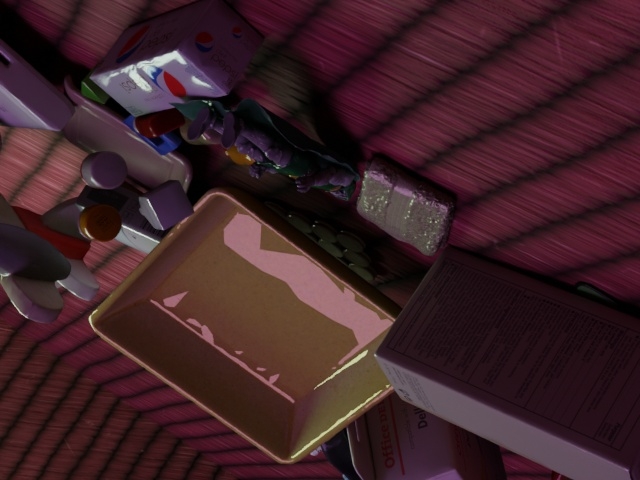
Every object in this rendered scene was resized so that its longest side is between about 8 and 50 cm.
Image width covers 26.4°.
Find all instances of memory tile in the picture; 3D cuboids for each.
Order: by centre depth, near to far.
[{"bbox_3d":[0.000,0.000,1.691,0.148,0.012,0.113,22,158,26],"label":"memory tile"}]

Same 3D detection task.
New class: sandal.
[{"bbox_3d":[0.084,0.289,2.035,0.107,0.167,0.446,-17,164,8],"label":"sandal"}]

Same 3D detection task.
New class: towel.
[{"bbox_3d":[0.089,-0.033,1.453,0.110,0.027,0.148,29,160,7],"label":"towel"}]

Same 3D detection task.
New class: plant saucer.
[{"bbox_3d":[-0.069,0.095,1.674,0.333,0.081,0.333,37,132,-13],"label":"plant saucer"}]

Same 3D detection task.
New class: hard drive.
[{"bbox_3d":[-0.466,-0.230,1.734,0.233,0.047,0.353,43,164,-27],"label":"hard drive"}]

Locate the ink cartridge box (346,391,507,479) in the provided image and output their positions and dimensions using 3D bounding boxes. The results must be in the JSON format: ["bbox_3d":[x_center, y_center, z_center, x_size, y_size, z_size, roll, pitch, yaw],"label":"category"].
[{"bbox_3d":[0.150,0.287,1.841,0.119,0.207,0.353,-22,138,15],"label":"ink cartridge box"}]

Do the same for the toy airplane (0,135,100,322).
[{"bbox_3d":[-0.456,-0.045,1.816,0.386,0.384,0.272,20,116,8],"label":"toy airplane"}]

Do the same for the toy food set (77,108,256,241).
[{"bbox_3d":[-0.173,-0.082,1.480,0.111,0.232,0.104,63,161,-14],"label":"toy food set"}]

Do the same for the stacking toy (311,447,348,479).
[{"bbox_3d":[0.046,0.343,2.173,0.221,0.052,0.167,60,-165,-16],"label":"stacking toy"}]

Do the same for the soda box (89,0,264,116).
[{"bbox_3d":[-0.149,-0.183,1.381,0.069,0.074,0.216,41,158,-25],"label":"soda box"}]

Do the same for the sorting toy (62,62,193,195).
[{"bbox_3d":[-0.238,-0.123,1.708,0.196,0.047,0.347,36,161,0],"label":"sorting toy"}]

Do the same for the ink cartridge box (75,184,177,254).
[{"bbox_3d":[-0.204,0.017,1.839,0.189,0.066,0.232,23,157,26],"label":"ink cartridge box"}]

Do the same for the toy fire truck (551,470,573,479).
[{"bbox_3d":[0.417,0.392,1.711,0.254,0.169,0.302,1,111,8],"label":"toy fire truck"}]

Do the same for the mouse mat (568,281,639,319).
[{"bbox_3d":[0.337,0.117,1.456,0.190,0.007,0.152,34,160,8],"label":"mouse mat"}]

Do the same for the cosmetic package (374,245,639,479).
[{"bbox_3d":[0.232,0.139,1.435,0.309,0.160,0.113,24,158,33],"label":"cosmetic package"}]

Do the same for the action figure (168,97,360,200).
[{"bbox_3d":[-0.033,-0.085,1.391,0.137,0.063,0.232,17,177,41],"label":"action figure"}]
